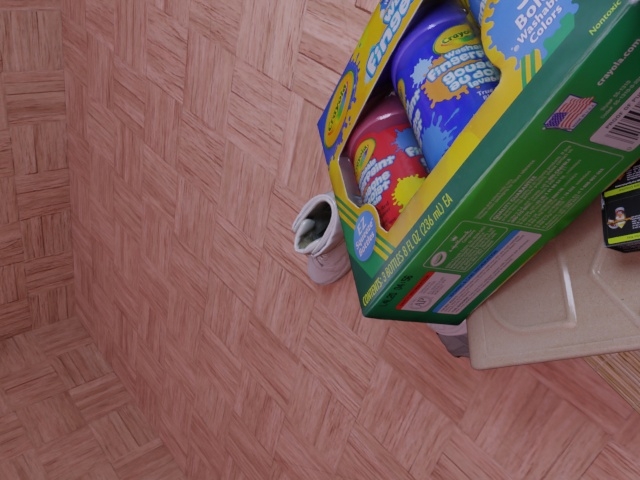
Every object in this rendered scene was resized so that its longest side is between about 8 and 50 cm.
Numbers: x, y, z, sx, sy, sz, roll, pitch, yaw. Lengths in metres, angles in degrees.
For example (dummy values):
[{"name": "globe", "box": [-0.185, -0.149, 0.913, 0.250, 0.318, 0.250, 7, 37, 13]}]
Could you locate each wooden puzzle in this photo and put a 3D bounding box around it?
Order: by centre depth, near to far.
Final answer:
[{"name": "wooden puzzle", "box": [0.312, -0.021, 0.673, 0.348, 0.080, 0.322, -27, 57, 50]}]

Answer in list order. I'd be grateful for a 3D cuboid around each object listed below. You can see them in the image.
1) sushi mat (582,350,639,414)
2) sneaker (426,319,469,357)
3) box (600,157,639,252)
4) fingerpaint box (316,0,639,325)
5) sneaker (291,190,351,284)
[{"name": "sushi mat", "box": [0.453, 0.181, 0.713, 0.316, 0.019, 0.151, 49, 134, 25]}, {"name": "sneaker", "box": [0.279, 0.135, 0.840, 0.108, 0.100, 0.271, 61, 151, -9]}, {"name": "box", "box": [0.356, -0.094, 0.516, 0.190, 0.045, 0.184, -20, 65, 55]}, {"name": "fingerpaint box", "box": [0.171, -0.171, 0.675, 0.445, 0.163, 0.371, 123, 146, -44]}, {"name": "sneaker", "box": [0.000, 0.000, 1.047, 0.108, 0.169, 0.292, 50, 137, 22]}]
